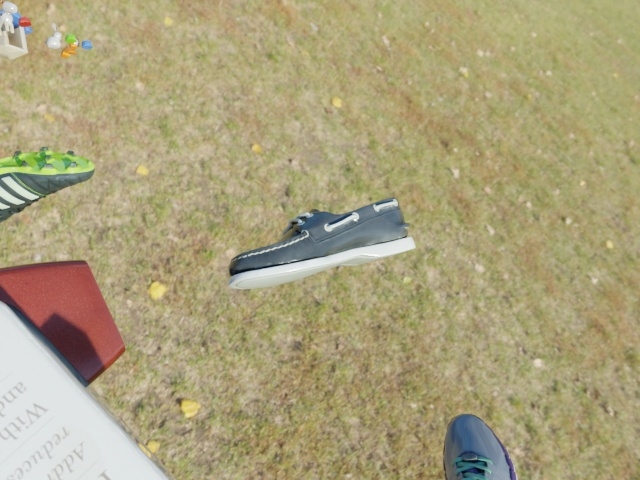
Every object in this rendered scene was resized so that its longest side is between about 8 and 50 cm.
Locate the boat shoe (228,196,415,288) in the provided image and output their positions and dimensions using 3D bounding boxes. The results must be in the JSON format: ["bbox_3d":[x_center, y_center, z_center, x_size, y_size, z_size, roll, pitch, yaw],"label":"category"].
[{"bbox_3d":[0.000,0.000,0.812,0.302,0.114,0.091,-11,82,-37],"label":"boat shoe"}]

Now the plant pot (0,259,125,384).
[{"bbox_3d":[-0.505,0.169,1.006,0.235,0.267,0.267,-26,94,-37],"label":"plant pot"}]

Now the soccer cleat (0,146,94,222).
[{"bbox_3d":[-0.351,-0.061,0.662,0.178,0.072,0.060,-11,39,-19],"label":"soccer cleat"}]

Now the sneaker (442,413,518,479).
[{"bbox_3d":[0.181,0.284,0.632,0.083,0.098,0.224,-13,46,10],"label":"sneaker"}]

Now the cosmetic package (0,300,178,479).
[{"bbox_3d":[-0.306,0.305,0.544,0.329,0.327,0.394,-44,103,-25],"label":"cosmetic package"}]

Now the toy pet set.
[{"bbox_3d":[-0.411,-0.303,0.811,0.122,0.114,0.065,-4,83,-69],"label":"toy pet set"}]
